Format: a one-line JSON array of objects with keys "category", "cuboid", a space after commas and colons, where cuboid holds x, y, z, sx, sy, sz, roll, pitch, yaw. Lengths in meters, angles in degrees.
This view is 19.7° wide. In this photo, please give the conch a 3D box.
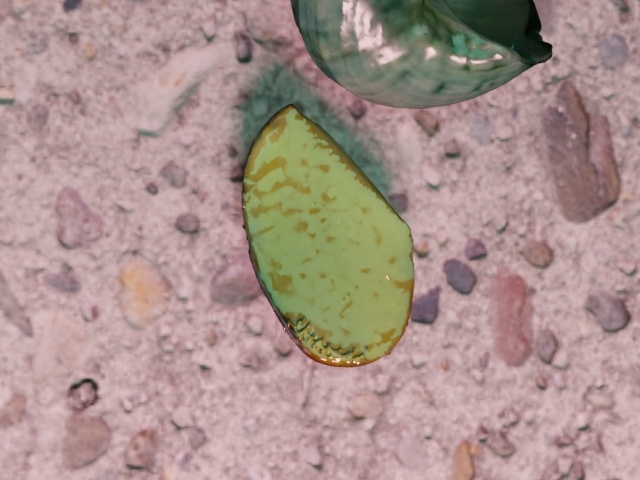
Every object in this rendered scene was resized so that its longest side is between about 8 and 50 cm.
[{"category": "conch", "cuboid": [0.054, -0.192, 1.368, 0.196, 0.134, 0.202, -12, 78, -56]}]

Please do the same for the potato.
[{"category": "potato", "cuboid": [0.000, 0.000, 1.368, 0.119, 0.054, 0.198, -28, 86, -11]}]
